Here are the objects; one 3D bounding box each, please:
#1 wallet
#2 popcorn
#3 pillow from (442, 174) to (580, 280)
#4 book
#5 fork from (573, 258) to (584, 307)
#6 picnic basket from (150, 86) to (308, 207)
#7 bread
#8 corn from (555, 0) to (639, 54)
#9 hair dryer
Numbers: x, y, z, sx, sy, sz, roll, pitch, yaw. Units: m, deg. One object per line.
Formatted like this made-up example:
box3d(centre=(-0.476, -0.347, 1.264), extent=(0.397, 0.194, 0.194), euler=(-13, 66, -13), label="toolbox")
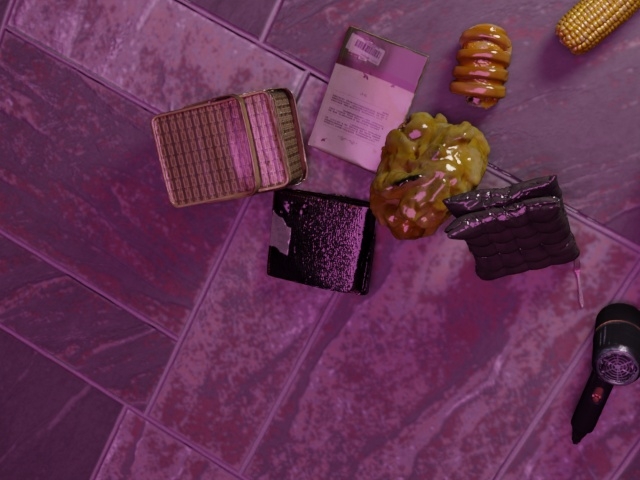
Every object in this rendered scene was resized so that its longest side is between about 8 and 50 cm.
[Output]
box3d(centre=(0.000, 0.000, 1.952), extent=(0.262, 0.071, 0.221), euler=(11, 106, 20), label="wallet")
box3d(centre=(0.226, -0.139, 1.772), extent=(0.286, 0.252, 0.215), euler=(-40, 131, 8), label="popcorn")
box3d(centre=(0.398, -0.018, 1.720), extent=(0.228, 0.326, 0.101), euler=(-12, 65, 19), label="pillow")
box3d(centre=(0.103, -0.309, 1.870), extent=(0.201, 0.026, 0.290), euler=(24, 108, 10), label="book")
box3d(centre=(0.569, 0.093, 1.838), extent=(0.016, 0.012, 0.115), euler=(-7, 105, 21), label="fork")
box3d(centre=(-0.200, -0.213, 1.900), extent=(0.312, 0.175, 0.228), euler=(-8, 99, 17), label="picnic basket")
box3d(centre=(0.338, -0.368, 1.762), extent=(0.119, 0.084, 0.177), euler=(9, 101, 13), label="bread")
box3d(centre=(0.580, -0.473, 1.661), extent=(0.244, 0.093, 0.093), euler=(-41, 89, 20), label="corn")
box3d(centre=(0.605, 0.326, 1.807), extent=(0.107, 0.189, 0.352), euler=(18, 120, 13), label="hair dryer")
